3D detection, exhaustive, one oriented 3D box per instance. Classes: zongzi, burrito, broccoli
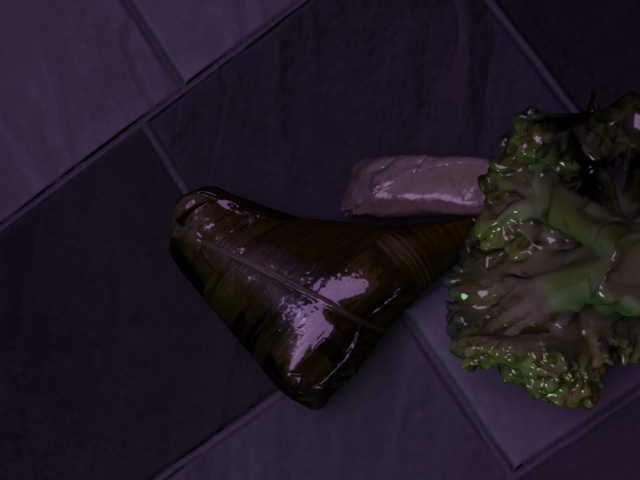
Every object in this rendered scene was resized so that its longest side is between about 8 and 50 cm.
[{"bbox_3d":[0.000,0.000,1.551,0.288,0.134,0.286,-44,72,5],"label":"zongzi"},{"bbox_3d":[0.157,-0.056,1.556,0.275,0.059,0.082,4,65,18],"label":"burrito"},{"bbox_3d":[0.271,0.007,1.362,0.348,0.281,0.293,-31,97,-5],"label":"broccoli"}]
